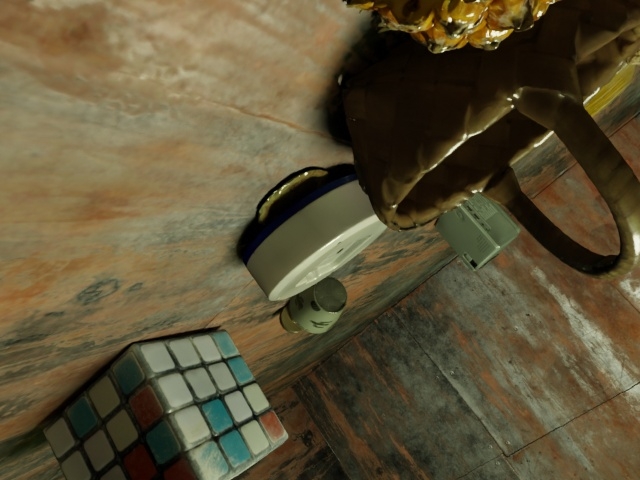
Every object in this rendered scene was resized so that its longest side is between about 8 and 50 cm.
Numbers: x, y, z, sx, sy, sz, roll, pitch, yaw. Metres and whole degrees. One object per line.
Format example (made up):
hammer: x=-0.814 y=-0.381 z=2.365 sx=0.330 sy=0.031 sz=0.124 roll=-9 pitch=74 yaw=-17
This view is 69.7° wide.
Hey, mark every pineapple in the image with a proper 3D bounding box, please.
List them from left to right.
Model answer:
pineapple: x=0.136 y=-0.210 z=0.318 sx=0.080 sy=0.135 sz=0.233 roll=-13 pitch=154 yaw=-51

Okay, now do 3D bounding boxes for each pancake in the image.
pancake: x=-0.036 y=-0.057 z=0.612 sx=0.115 sy=0.011 sz=0.115 roll=-34 pitch=162 yaw=-12

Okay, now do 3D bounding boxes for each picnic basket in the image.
picnic basket: x=0.224 y=-0.091 z=0.502 sx=0.337 sy=0.337 sz=0.293 roll=-37 pitch=164 yaw=4

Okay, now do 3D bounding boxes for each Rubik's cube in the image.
Rubik's cube: x=-0.262 y=0.337 z=0.814 sx=0.253 sy=0.256 sz=0.259 roll=-40 pitch=164 yaw=14

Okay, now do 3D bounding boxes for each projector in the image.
projector: x=0.433 y=-0.035 z=1.280 sx=0.099 sy=0.192 sz=0.256 roll=-33 pitch=163 yaw=-7

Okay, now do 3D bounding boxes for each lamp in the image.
lamp: x=-0.021 y=0.155 z=1.039 sx=0.121 sy=0.121 sz=0.215 roll=-24 pitch=169 yaw=-35

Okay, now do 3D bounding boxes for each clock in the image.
clock: x=0.000 y=0.000 z=0.691 sx=0.231 sy=0.083 sz=0.230 roll=-32 pitch=169 yaw=-7

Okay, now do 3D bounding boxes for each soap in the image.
soap: x=0.555 y=-0.317 z=0.944 sx=0.160 sy=0.080 sz=0.258 roll=-45 pitch=161 yaw=28

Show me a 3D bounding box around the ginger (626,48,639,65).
ginger: x=0.542 y=-0.373 z=0.694 sx=0.270 sy=0.123 sz=0.218 roll=-10 pitch=131 yaw=-44
